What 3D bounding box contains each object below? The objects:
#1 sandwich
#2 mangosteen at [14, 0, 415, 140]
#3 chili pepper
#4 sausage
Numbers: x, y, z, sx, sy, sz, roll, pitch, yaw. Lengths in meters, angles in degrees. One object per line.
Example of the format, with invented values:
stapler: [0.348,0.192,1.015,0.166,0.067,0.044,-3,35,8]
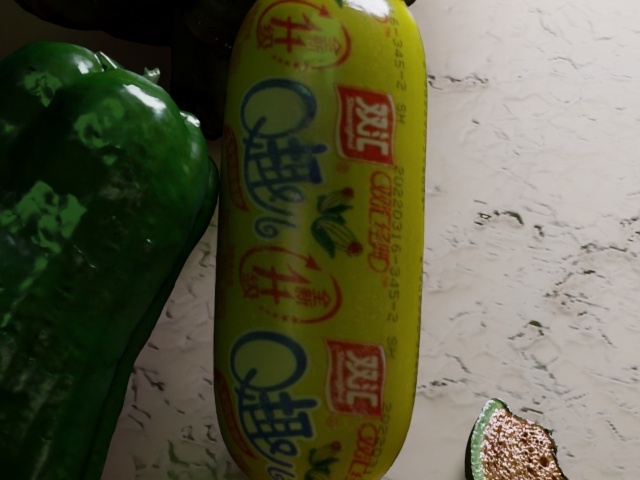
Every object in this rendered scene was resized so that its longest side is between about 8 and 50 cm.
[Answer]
sandwich: [0.124,0.154,1.079,0.067,0.029,0.135,-20,55,-19]
mangosteen: [-0.054,-0.305,1.208,0.381,0.381,0.421,41,100,26]
chili pepper: [-0.209,0.054,1.008,0.213,0.167,0.385,30,85,43]
sausage: [0.000,0.000,1.071,0.123,0.123,0.347,2,87,3]
